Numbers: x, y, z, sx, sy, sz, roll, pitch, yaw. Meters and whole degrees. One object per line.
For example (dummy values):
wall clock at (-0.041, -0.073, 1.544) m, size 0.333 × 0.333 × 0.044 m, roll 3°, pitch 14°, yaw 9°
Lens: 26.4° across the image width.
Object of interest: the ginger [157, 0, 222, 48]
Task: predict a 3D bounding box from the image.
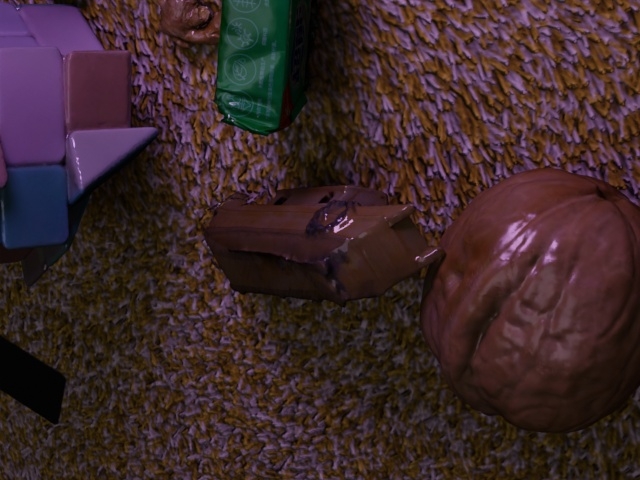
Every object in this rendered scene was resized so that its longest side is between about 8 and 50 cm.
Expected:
ginger at (-0.176, -0.335, 1.747) m, size 0.193 × 0.052 × 0.176 m, roll 39°, pitch 123°, yaw 9°

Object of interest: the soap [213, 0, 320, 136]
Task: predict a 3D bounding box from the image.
soap at (-0.065, -0.275, 1.616) m, size 0.098 × 0.218 × 0.273 m, roll 10°, pitch 115°, yaw 11°

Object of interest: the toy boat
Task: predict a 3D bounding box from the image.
toy boat at (0.000, 0.000, 1.688) m, size 0.136 × 0.162 × 0.445 m, roll 55°, pitch 158°, yaw -18°

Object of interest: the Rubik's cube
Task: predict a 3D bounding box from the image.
Rubik's cube at (-0.432, -0.127, 1.818) m, size 0.368 × 0.358 × 0.387 m, roll 54°, pitch 139°, yaw 41°

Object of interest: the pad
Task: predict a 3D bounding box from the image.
pad at (-0.491, 0.230, 2.270) m, size 0.157 × 0.003 × 0.112 m, roll 29°, pitch 125°, yaw 17°

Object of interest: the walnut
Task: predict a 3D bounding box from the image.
walnut at (0.253, 0.072, 1.547) m, size 0.277 × 0.252 × 0.313 m, roll 30°, pitch 118°, yaw 14°
